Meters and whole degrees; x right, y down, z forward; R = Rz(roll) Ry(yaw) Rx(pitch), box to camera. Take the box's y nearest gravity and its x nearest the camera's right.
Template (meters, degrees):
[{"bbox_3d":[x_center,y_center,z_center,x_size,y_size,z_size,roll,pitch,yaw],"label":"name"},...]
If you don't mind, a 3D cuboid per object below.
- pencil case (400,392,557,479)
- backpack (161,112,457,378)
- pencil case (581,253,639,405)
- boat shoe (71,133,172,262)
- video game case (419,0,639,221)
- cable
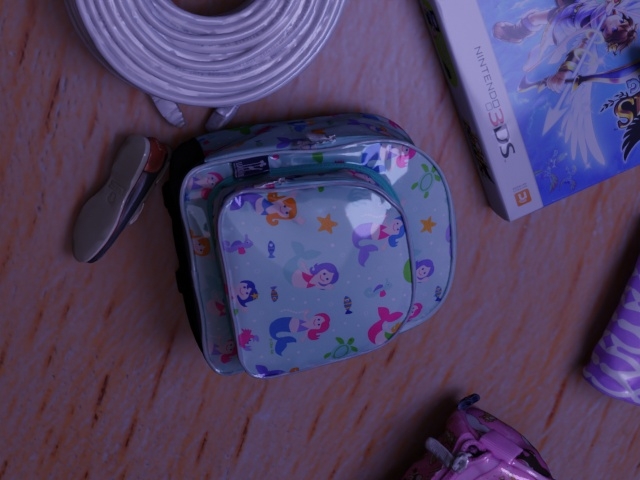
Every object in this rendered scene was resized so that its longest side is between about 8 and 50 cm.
[{"bbox_3d":[0.077,0.344,1.173,0.167,0.160,0.386,42,96,-12],"label":"pencil case"},{"bbox_3d":[0.000,0.000,1.040,0.253,0.191,0.225,-12,113,-15],"label":"backpack"},{"bbox_3d":[0.345,0.070,1.178,0.086,0.088,0.206,18,102,-23],"label":"pencil case"},{"bbox_3d":[-0.186,-0.036,1.061,0.043,0.049,0.137,17,106,-57],"label":"boat shoe"},{"bbox_3d":[0.258,-0.182,1.097,0.269,0.061,0.244,-24,111,-4],"label":"video game case"},{"bbox_3d":[-0.101,-0.244,0.988,0.257,0.089,0.257,-45,110,4],"label":"cable"}]
